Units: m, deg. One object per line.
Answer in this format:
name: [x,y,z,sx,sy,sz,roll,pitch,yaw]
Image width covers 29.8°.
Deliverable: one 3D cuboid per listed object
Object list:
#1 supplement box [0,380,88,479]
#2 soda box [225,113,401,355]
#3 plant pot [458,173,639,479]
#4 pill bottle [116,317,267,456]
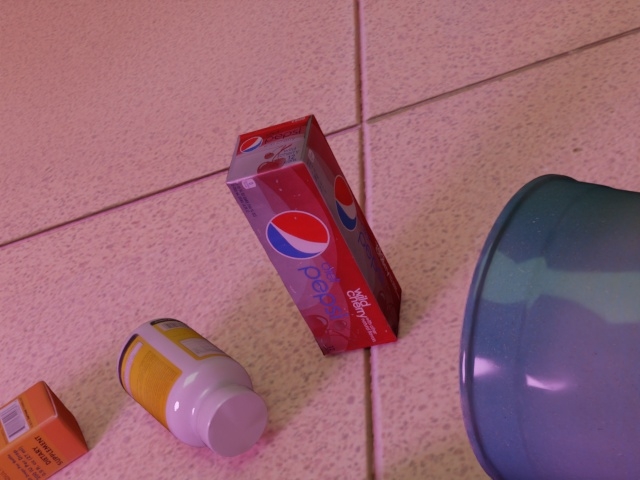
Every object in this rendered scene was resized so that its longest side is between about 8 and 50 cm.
supplement box: [-0.387,0.264,1.365,0.233,0.078,0.080,-33,39,-5]
soda box: [0.000,0.000,1.269,0.092,0.263,0.083,-13,39,19]
plant pot: [0.289,0.089,0.962,0.255,0.272,0.272,6,49,37]
pill bottle: [-0.137,0.161,1.303,0.103,0.103,0.184,-41,38,-16]
